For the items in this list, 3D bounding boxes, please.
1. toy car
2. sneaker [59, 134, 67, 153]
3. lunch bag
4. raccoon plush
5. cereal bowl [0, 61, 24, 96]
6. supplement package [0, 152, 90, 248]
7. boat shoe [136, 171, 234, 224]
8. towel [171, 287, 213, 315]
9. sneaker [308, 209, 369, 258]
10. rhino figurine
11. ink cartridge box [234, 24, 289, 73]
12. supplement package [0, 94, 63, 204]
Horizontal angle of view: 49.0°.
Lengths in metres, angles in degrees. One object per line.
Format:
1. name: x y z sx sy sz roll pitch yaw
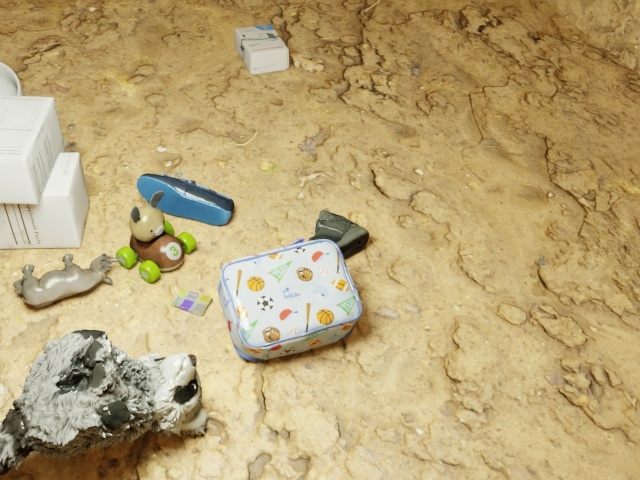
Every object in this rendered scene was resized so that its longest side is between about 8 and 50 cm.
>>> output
1. toy car: -0.397 -0.026 1.668 0.149 0.188 0.155 27 48 23
2. sneaker: -0.760 -0.285 1.939 0.114 0.152 0.305 -22 48 -22
3. lunch bag: -0.066 0.123 1.560 0.303 0.115 0.243 -13 63 -19
4. raccoon plush: -0.439 0.331 1.352 0.446 0.299 0.216 -23 59 16
5. cereal bowl: -0.994 -0.355 1.977 0.339 0.141 0.339 0 57 0
6. supplement package: -0.739 -0.099 1.725 0.293 0.175 0.177 -1 43 -7
7. boat shoe: -0.352 -0.111 1.845 0.258 0.109 0.089 25 38 -2
8. towel: -0.297 0.142 1.630 0.083 0.009 0.060 18 46 14
9. sneaker: 0.000 0.000 1.752 0.228 0.087 0.130 -27 50 -33
10. rhino figurine: -0.576 0.086 1.620 0.243 0.073 0.106 -18 44 -24
11. ink cartridge box: -0.205 -0.666 2.438 0.140 0.082 0.190 -13 45 -18
12. supplement package: -0.701 -0.212 1.621 0.139 0.133 0.244 2 44 -3
